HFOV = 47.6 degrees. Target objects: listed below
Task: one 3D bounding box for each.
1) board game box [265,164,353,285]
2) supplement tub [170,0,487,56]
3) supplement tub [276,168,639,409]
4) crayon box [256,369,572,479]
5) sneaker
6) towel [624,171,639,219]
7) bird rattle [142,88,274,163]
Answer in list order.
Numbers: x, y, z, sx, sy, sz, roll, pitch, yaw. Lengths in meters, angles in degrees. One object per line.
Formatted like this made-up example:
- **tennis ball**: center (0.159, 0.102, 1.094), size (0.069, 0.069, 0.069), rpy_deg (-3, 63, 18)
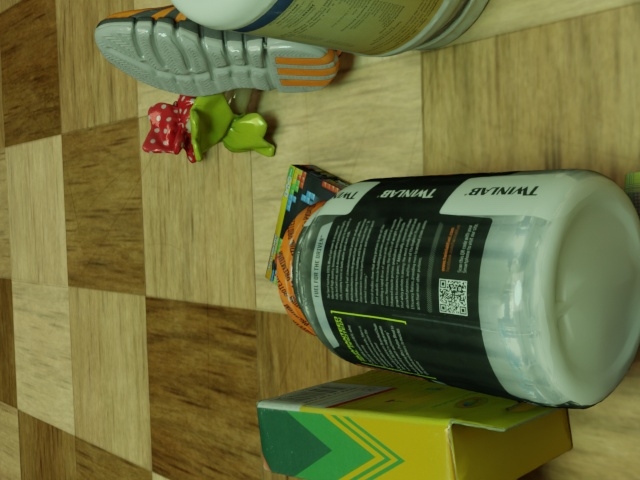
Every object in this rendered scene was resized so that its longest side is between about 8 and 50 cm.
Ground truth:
- **board game box**: center (0.000, 0.000, 0.967), size (0.141, 0.048, 0.170), rpy_deg (30, 114, 43)
- **supplement tub**: center (0.015, -0.309, 0.732), size (0.228, 0.316, 0.228), rpy_deg (5, 96, 46)
- **supplement tub**: center (0.121, 0.037, 0.721), size (0.338, 0.207, 0.207), rpy_deg (3, 95, 48)
- **crayon box**: center (0.110, 0.194, 0.752), size (0.318, 0.202, 0.081), rpy_deg (-9, 87, 47)
- **sneaker**: center (-0.123, -0.293, 0.954), size (0.124, 0.321, 0.180), rpy_deg (88, -171, -64)
- **towel**: center (0.308, -0.023, 0.666), size (0.060, 0.009, 0.083), rpy_deg (-3, 90, 47)
- **bird rattle**: center (-0.162, -0.211, 1.105), size (0.253, 0.143, 0.207), rpy_deg (23, 98, 57)
